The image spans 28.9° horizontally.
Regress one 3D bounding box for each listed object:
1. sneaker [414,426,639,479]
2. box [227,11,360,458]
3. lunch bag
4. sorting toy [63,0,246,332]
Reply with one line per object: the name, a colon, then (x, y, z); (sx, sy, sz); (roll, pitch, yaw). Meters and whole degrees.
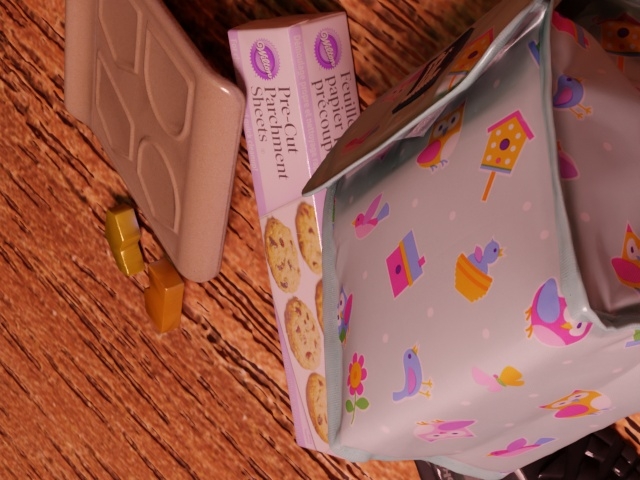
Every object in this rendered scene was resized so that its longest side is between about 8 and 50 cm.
sneaker: (0.138, 0.168, 0.832); (0.283, 0.107, 0.124); (56, 147, 19)
box: (0.000, 0.000, 0.903); (0.067, 0.063, 0.324); (7, 112, 42)
lunch bag: (0.104, -0.023, 0.707); (0.223, 0.160, 0.262); (-37, 48, 48)
sorting toy: (-0.139, -0.078, 1.007); (0.229, 0.041, 0.307); (50, 147, 29)
